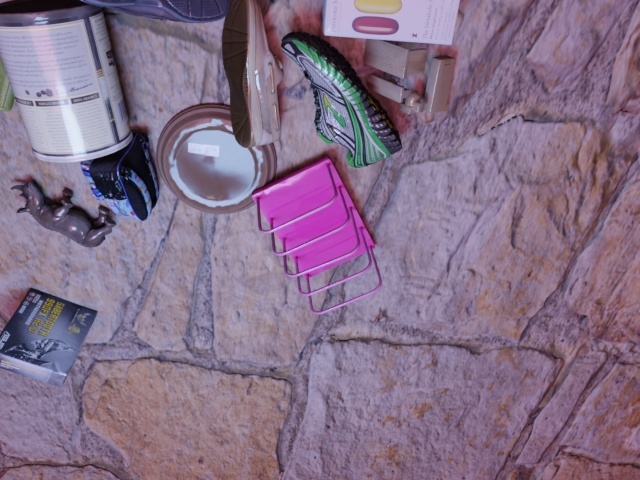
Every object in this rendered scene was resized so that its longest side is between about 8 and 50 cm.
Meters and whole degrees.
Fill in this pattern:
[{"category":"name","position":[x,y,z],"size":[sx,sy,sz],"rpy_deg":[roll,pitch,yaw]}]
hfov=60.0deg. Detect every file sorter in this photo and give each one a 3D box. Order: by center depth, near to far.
[{"category":"file sorter","position":[0.000,0.000,1.289],"size":[0.202,0.182,0.290],"rpy_deg":[-24,126,9]}]

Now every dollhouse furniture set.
[{"category":"dollhouse furniture set","position":[0.186,-0.356,1.189],"size":[0.151,0.123,0.144],"rpy_deg":[-18,129,-33]}]

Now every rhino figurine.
[{"category":"rhino figurine","position":[-0.616,-0.063,1.315],"size":[0.243,0.073,0.106],"rpy_deg":[29,114,-17]}]

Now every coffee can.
[{"category":"coffee can","position":[-0.499,-0.318,1.083],"size":[0.202,0.201,0.275],"rpy_deg":[-3,122,0]}]

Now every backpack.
[{"category":"backpack","position":[-0.435,-0.133,1.237],"size":[0.117,0.158,0.173],"rpy_deg":[-1,134,8]}]

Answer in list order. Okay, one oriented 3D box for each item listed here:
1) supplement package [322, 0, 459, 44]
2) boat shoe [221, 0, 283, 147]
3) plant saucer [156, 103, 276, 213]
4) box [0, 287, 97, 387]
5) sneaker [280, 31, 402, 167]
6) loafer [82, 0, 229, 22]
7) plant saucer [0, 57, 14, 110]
[{"category":"supplement package","position":[0.129,-0.463,1.057],"size":[0.244,0.134,0.139],"rpy_deg":[2,121,-3]},{"category":"boat shoe","position":[-0.133,-0.347,1.149],"size":[0.098,0.109,0.302],"rpy_deg":[-17,116,-34]},{"category":"plant saucer","position":[-0.241,-0.176,1.278],"size":[0.278,0.041,0.277],"rpy_deg":[0,122,-1]},{"category":"box","position":[-0.699,0.243,1.407],"size":[0.183,0.231,0.056],"rpy_deg":[24,121,-15]},{"category":"sneaker","position":[0.028,-0.284,1.165],"size":[0.146,0.134,0.343],"rpy_deg":[-32,117,19]},{"category":"loafer","position":[-0.314,-0.460,1.015],"size":[0.303,0.095,0.109],"rpy_deg":[-11,108,-42]},{"category":"plant saucer","position":[-0.689,-0.342,1.097],"size":[0.188,0.045,0.188],"rpy_deg":[2,130,-46]}]
